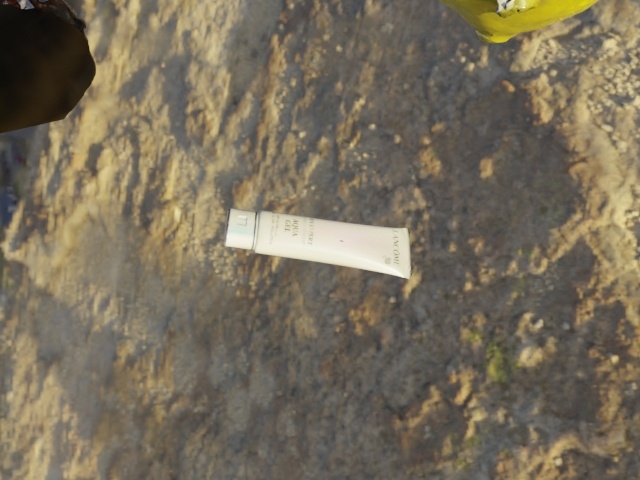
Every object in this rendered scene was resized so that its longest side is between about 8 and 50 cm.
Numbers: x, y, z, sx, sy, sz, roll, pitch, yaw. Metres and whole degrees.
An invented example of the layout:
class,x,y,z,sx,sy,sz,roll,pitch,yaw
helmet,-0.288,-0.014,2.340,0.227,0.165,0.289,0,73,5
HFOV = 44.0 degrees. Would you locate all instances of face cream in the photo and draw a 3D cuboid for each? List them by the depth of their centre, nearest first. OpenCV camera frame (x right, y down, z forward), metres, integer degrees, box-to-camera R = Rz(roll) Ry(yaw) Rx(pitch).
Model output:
class,x,y,z,sx,sy,sz,roll,pitch,yaw
face cream,0.000,0.000,0.473,0.020,0.115,0.038,111,165,-51

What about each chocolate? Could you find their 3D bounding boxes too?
class,x,y,z,sx,sy,sz,roll,pitch,yaw
chocolate,-0.411,-0.289,1.040,0.224,0.206,0.177,87,168,-59

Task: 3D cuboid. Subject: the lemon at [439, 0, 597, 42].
class,x,y,z,sx,sy,sz,roll,pitch,yaw
lemon,0.133,-0.235,0.511,0.173,0.173,0.206,18,89,52
